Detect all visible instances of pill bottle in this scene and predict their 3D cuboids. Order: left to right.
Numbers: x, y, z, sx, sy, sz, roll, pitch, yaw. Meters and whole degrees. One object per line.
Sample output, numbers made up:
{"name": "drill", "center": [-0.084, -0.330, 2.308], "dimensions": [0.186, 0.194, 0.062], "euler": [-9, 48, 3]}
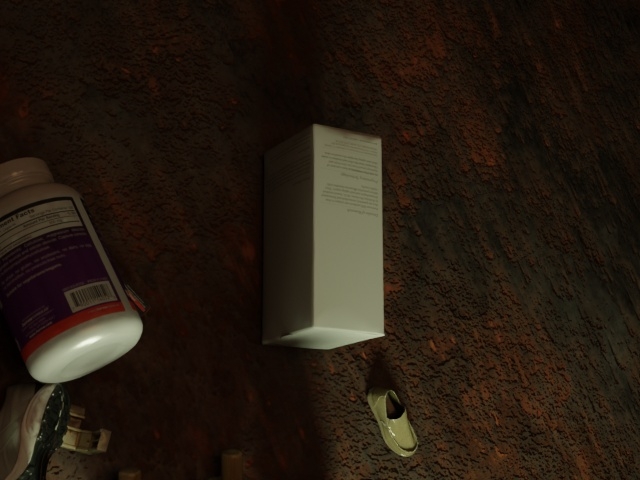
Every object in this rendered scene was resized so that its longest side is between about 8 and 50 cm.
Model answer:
{"name": "pill bottle", "center": [-0.412, 0.041, 1.599], "dimensions": [0.181, 0.181, 0.323], "euler": [-18, 71, -34]}

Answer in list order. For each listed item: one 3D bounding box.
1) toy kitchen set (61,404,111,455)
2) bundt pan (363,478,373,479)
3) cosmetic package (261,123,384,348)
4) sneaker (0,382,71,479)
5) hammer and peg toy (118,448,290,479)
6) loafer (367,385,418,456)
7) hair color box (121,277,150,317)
{"name": "toy kitchen set", "center": [-0.376, 0.289, 1.640], "dimensions": [0.083, 0.075, 0.068], "euler": [23, 65, -24]}
{"name": "bundt pan", "center": [0.013, 0.545, 1.684], "dimensions": [0.124, 0.331, 0.331], "euler": [6, 73, -12]}
{"name": "cosmetic package", "center": [0.000, 0.000, 1.876], "dimensions": [0.155, 0.197, 0.366], "euler": [7, 75, -31]}
{"name": "sneaker", "center": [-0.463, 0.335, 1.561], "dimensions": [0.108, 0.100, 0.271], "euler": [6, 57, 15]}
{"name": "hammer and peg toy", "center": [-0.217, 0.430, 1.592], "dimensions": [0.361, 0.266, 0.127], "euler": [-4, 98, -33]}
{"name": "loafer", "center": [0.138, 0.338, 1.957], "dimensions": [0.056, 0.050, 0.148], "euler": [-36, 97, -33]}
{"name": "hair color box", "center": [-0.353, 0.134, 1.714], "dimensions": [0.072, 0.043, 0.141], "euler": [49, 59, -12]}
